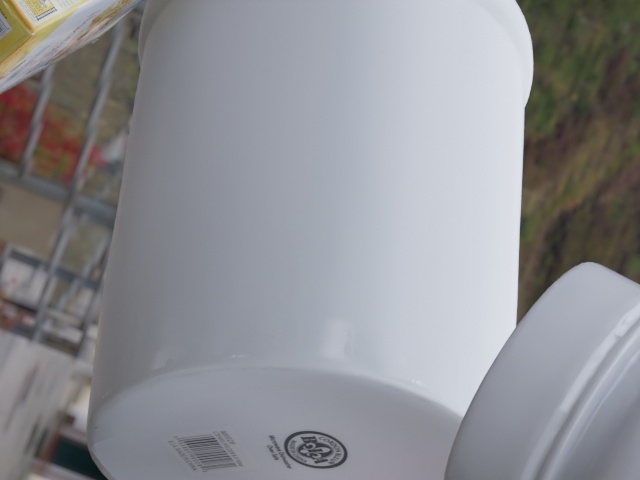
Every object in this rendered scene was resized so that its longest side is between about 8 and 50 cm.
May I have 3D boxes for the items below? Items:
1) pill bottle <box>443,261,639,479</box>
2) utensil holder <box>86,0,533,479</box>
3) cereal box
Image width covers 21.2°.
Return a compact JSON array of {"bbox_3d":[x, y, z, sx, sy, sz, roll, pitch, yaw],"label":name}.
[{"bbox_3d":[0.152,0.099,0.551,0.119,0.208,0.119,-46,154,-30],"label":"pill bottle"},{"bbox_3d":[0.000,0.000,1.314,0.328,0.327,0.386,114,-16,-55],"label":"utensil holder"},{"bbox_3d":[-0.186,-0.154,1.170,0.173,0.047,0.240,-32,-175,39],"label":"cereal box"}]
